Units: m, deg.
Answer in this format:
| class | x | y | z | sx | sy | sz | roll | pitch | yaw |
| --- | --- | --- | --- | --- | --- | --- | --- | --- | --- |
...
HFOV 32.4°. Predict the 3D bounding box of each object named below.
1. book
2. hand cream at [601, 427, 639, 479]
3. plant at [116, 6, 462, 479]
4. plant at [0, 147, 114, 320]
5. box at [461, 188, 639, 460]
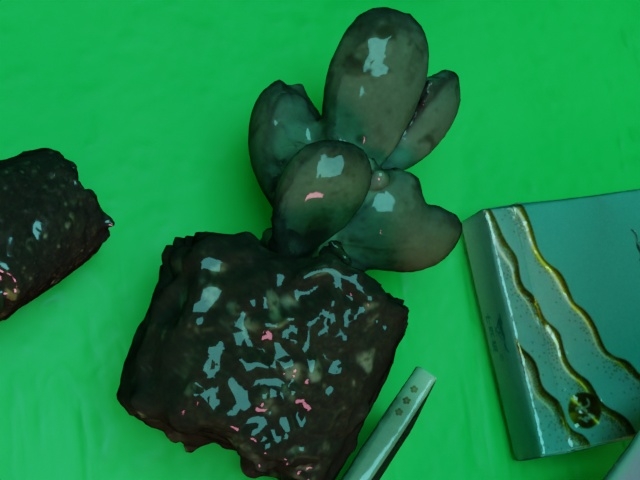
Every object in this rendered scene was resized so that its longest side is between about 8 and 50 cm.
| class | x | y | z | sx | sy | sz | roll | pitch | yaw |
| --- | --- | --- | --- | --- | --- | --- | --- | --- | --- |
| book | 0.018 | 0.141 | 0.612 | 0.017 | 0.103 | 0.135 | 32 | 66 | 11 |
| hand cream | 0.194 | 0.153 | 0.623 | 0.079 | 0.050 | 0.275 | 28 | 52 | 26 |
| plant | 0.000 | 0.001 | 0.620 | 0.149 | 0.146 | 0.274 | 28 | 68 | -5 |
| plant | -0.186 | 0.008 | 0.590 | 0.143 | 0.094 | 0.092 | -35 | 99 | -28 |
| box | 0.217 | 0.046 | 0.735 | 0.229 | 0.041 | 0.162 | -8 | 77 | -20 |
